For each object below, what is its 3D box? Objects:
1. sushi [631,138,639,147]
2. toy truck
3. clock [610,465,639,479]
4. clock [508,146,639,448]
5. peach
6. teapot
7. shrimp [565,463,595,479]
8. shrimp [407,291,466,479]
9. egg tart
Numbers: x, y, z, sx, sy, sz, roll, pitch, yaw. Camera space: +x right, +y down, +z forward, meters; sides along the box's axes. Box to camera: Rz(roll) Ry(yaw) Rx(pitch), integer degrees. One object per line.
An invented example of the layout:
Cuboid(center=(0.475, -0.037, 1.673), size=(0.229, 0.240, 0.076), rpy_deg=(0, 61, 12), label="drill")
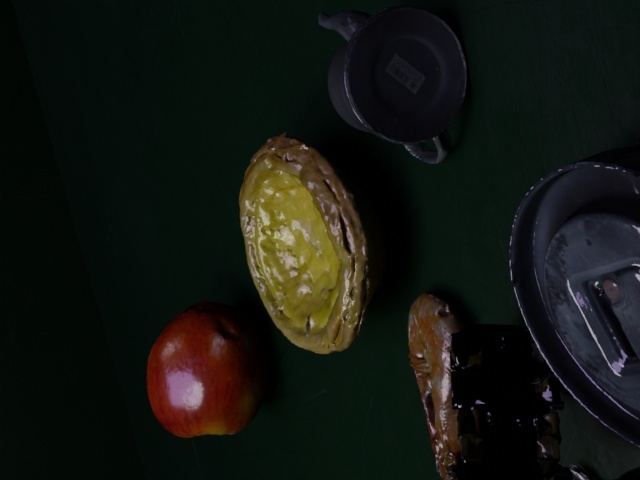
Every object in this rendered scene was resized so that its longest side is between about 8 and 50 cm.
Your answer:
Cuboid(center=(0.325, -0.087, 0.841), size=(0.099, 0.050, 0.047), rpy_deg=(-16, 85, 49), label="sushi")
Cuboid(center=(0.212, 0.219, 1.014), size=(0.257, 0.127, 0.127), rpy_deg=(-83, -10, -47), label="toy truck")
Cuboid(center=(0.320, 0.308, 0.847), size=(0.199, 0.243, 0.147), rpy_deg=(1, 107, 58), label="clock")
Cuboid(center=(0.316, 0.063, 0.858), size=(0.319, 0.066, 0.319), rpy_deg=(45, 149, 36), label="clock")
Cuboid(center=(-0.227, 0.256, 1.785), size=(0.281, 0.238, 0.281), rpy_deg=(178, 90, -73), label="peach")
Cuboid(center=(0.083, -0.192, 1.122), size=(0.239, 0.162, 0.149), rpy_deg=(50, 166, -18), label="teapot")
Cuboid(center=(0.325, 0.306, 1.060), size=(0.092, 0.029, 0.038), rpy_deg=(50, 152, 45), label="shrimp")
Cuboid(center=(0.169, 0.217, 1.252), size=(0.154, 0.062, 0.294), rpy_deg=(-174, 78, -68), label="shrimp")
Cuboid(center=(0.000, 0.000, 1.361), size=(0.345, 0.132, 0.345), rpy_deg=(37, 135, 48), label="egg tart")
